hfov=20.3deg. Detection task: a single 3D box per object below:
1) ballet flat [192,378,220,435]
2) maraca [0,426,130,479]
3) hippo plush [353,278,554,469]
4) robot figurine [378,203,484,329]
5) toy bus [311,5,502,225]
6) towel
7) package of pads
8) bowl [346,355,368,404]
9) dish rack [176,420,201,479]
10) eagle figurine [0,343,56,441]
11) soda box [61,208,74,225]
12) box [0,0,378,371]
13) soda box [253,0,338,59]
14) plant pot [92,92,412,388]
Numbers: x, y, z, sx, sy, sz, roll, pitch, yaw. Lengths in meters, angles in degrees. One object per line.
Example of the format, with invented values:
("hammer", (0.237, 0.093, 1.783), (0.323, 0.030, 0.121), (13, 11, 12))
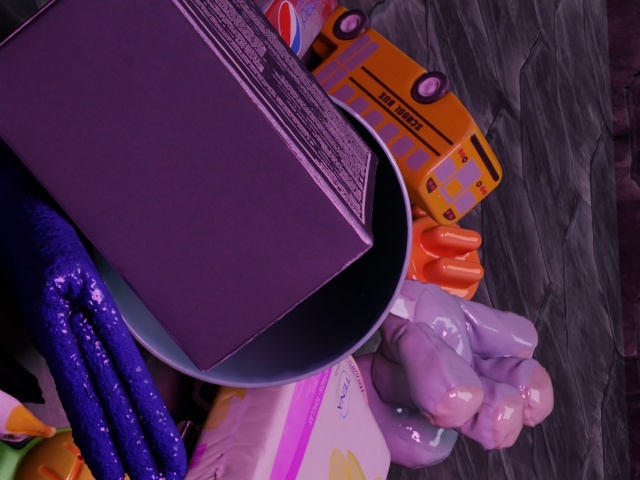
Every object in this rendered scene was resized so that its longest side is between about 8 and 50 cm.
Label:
("ballet flat", (-0.108, 0.187, 1.865), (0.067, 0.073, 0.206), (23, 55, -34))
("maraca", (-0.222, 0.221, 1.514), (0.185, 0.099, 0.127), (7, 66, -42))
("hippo plush", (0.106, 0.184, 2.138), (0.294, 0.236, 0.234), (29, 34, -17))
("robot figurine", (0.116, 0.046, 2.281), (0.128, 0.219, 0.158), (-37, 96, -37))
("toy bus", (0.089, -0.161, 2.216), (0.332, 0.130, 0.108), (44, -6, 43))
("towel", (-0.210, 0.054, 1.429), (0.308, 0.076, 0.228), (48, -17, 59))
("package of pads", (-0.028, 0.236, 1.793), (0.296, 0.101, 0.229), (-69, 142, -50))
("bowl", (-0.019, 0.202, 2.024), (0.170, 0.080, 0.170), (15, 72, -58))
("dish rack", (-0.131, 0.322, 1.739), (0.208, 0.074, 0.272), (-68, 142, -53))
("eagle figurine", (-0.295, 0.118, 1.304), (0.226, 0.225, 0.298), (-36, 162, -22))
("soda box", (-0.263, -0.088, 1.553), (0.053, 0.060, 0.169), (-73, 147, -48))
("box", (-0.110, -0.093, 1.454), (0.296, 0.182, 0.294), (50, 11, -10))
("soda box", (-0.061, -0.259, 2.081), (0.263, 0.083, 0.092), (-62, 140, -56))
("plant pot", (-0.065, -0.028, 1.744), (0.235, 0.293, 0.293), (-97, 175, -79))
